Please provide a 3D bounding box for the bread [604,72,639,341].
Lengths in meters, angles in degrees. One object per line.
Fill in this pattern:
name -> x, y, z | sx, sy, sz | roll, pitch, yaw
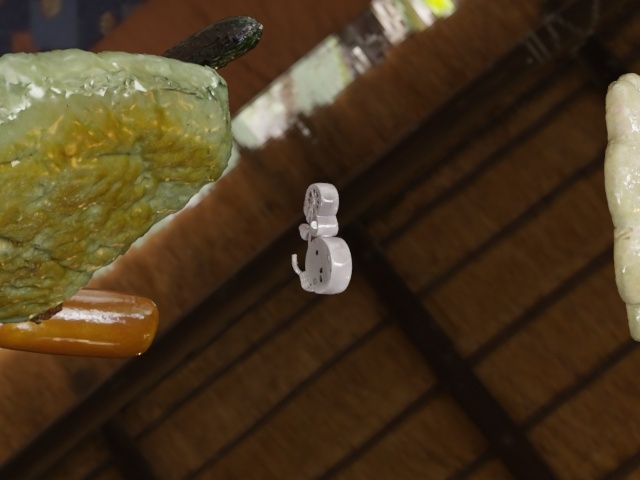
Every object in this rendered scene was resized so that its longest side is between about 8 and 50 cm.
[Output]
bread -> 0.364, -0.042, 1.597 | 0.054, 0.316, 0.316 | -4, -153, 18

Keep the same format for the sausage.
sausage -> -0.369, 0.116, 2.054 | 0.105, 0.274, 0.105 | -23, -116, 58

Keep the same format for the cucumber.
cucumber -> -0.167, -0.240, 1.877 | 0.245, 0.067, 0.067 | -30, -164, 34

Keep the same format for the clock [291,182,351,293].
clock -> 0.000, 0.000, 1.629 | 0.041, 0.129, 0.087 | -1, 168, -28

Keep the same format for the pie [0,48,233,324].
pie -> -0.309, -0.059, 1.428 | 0.418, 0.180, 0.395 | -38, 158, 30
